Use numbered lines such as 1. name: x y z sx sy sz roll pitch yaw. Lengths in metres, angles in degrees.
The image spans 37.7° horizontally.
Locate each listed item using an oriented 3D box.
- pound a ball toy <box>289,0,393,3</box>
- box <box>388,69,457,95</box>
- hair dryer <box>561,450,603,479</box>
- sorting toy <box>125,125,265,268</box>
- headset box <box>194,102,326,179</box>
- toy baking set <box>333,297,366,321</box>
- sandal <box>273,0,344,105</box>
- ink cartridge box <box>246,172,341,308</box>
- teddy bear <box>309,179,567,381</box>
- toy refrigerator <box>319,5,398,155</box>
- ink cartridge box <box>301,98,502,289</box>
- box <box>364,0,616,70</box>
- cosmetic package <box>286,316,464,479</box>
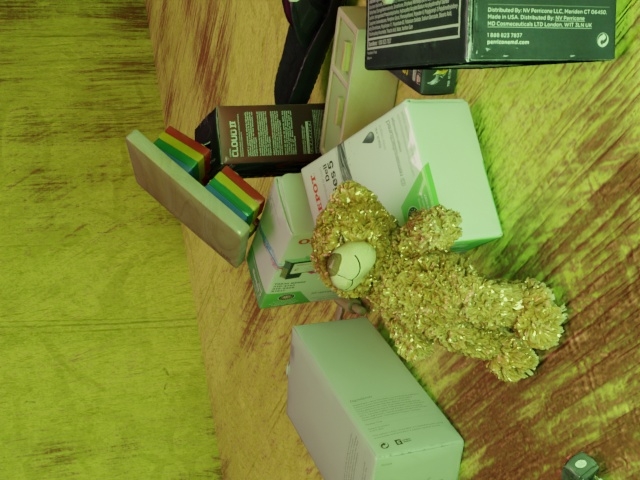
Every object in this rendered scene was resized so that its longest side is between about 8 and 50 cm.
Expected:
1. pound a ball toy: 0.003 -0.405 0.943 0.319 0.208 0.135 107 154 -48
2. box: 0.145 -0.345 1.346 0.183 0.056 0.231 -126 36 -57
3. hair dryer: 0.281 0.407 1.077 0.293 0.080 0.223 104 154 -45
4. sorting toy: -0.212 -0.089 1.661 0.255 0.089 0.257 40 165 4
5. headset box: -0.101 -0.183 1.757 0.218 0.293 0.110 166 100 -71
6. toy baking set: 0.046 0.192 1.821 0.256 0.030 0.196 -143 51 -66
7. sandal: -0.030 -0.434 1.708 0.167 0.107 0.445 -114 37 -53
8. ink cartridge box: 0.000 0.000 1.639 0.278 0.202 0.117 116 144 -57
9. teddy bear: 0.133 0.064 1.158 0.113 0.338 0.245 -55 7 -32
10. toy refrigerator: 0.063 -0.244 1.562 0.102 0.094 0.269 -117 29 -50
11. ink cartridge box: 0.105 -0.057 1.323 0.273 0.115 0.198 -28 72 54
12. box: 0.179 -0.340 1.037 0.296 0.183 0.293 -153 61 -70
13. cosmetic package: 0.073 0.303 1.546 0.365 0.155 0.196 -126 35 -54
